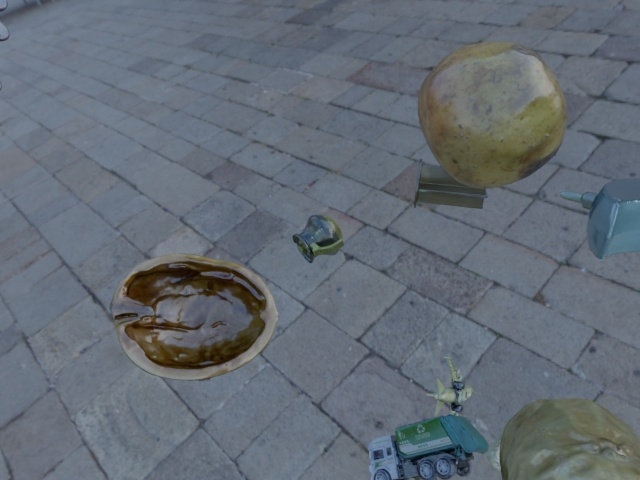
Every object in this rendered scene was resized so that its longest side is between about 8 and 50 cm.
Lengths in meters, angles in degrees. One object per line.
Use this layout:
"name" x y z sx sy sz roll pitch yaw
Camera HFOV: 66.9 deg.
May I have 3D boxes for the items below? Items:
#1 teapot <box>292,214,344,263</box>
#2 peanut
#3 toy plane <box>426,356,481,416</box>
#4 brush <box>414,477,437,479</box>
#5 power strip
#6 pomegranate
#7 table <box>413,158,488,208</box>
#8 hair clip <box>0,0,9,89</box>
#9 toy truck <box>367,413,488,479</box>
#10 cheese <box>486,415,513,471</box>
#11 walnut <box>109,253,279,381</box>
"teapot" 0.000 0.000 1.349 0.119 0.130 0.166 -34 27 -15
"peanut" 0.313 0.293 0.609 0.170 0.387 0.192 -5 79 13
"toy plane" 0.425 0.484 1.528 0.092 0.244 0.228 -3 80 46
"brush" 0.327 0.710 1.384 0.071 0.084 0.301 -32 27 -7
"power strip" 0.340 -0.008 0.415 0.254 0.054 0.168 15 24 25
"pomegranate" 0.325 -0.239 0.931 0.282 0.281 0.281 -11 41 9
"table" 0.432 -0.178 1.602 0.227 0.167 0.167 7 46 12
"hair clip" -0.492 -0.296 0.644 0.075 0.146 0.256 -38 54 22
"toy truck" 0.224 0.454 1.033 0.254 0.114 0.124 -25 56 28
"cheese" 0.552 0.597 1.430 0.194 0.064 0.043 -32 -2 -43
"walnut" -0.168 0.109 0.651 0.212 0.087 0.167 8 62 -14
